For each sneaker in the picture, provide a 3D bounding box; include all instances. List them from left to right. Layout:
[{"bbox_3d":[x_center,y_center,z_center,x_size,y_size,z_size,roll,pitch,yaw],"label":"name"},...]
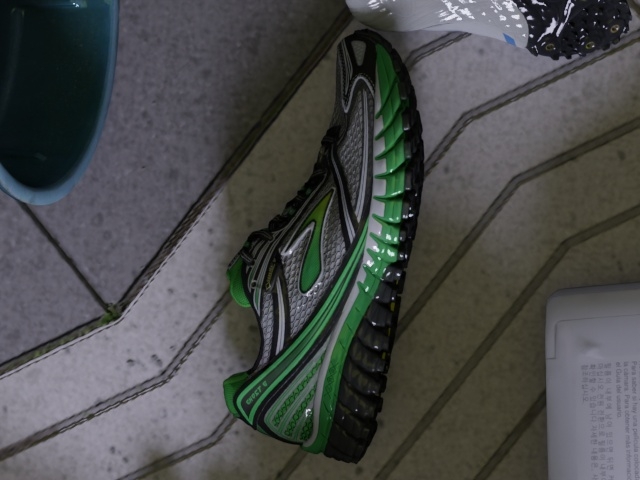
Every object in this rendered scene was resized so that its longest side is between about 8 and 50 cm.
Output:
[{"bbox_3d":[0.000,0.000,1.360,0.146,0.134,0.344,12,94,5],"label":"sneaker"},{"bbox_3d":[0.134,-0.202,1.371,0.237,0.086,0.085,7,130,-6],"label":"sneaker"}]

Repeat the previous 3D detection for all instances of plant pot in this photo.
[{"bbox_3d":[-0.366,-0.201,1.306,0.334,0.341,0.341,2,92,13],"label":"plant pot"}]

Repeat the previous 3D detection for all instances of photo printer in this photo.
[{"bbox_3d":[0.325,0.149,1.282,0.307,0.107,0.256,-7,76,28],"label":"photo printer"}]
